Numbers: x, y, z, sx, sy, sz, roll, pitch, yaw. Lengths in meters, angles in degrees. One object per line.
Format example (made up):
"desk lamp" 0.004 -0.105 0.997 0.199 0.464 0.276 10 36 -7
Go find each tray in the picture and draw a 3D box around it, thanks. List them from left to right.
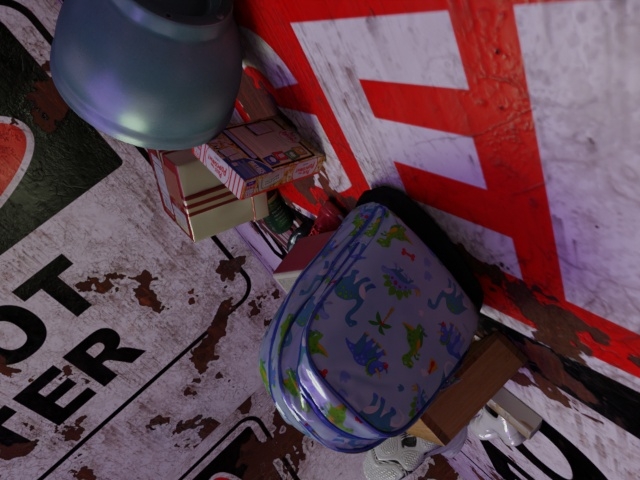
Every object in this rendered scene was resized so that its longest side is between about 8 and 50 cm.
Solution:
"tray" 0.257 0.310 0.928 0.076 0.202 0.411 46 167 16

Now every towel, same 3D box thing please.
"towel" -0.148 -0.046 1.645 0.237 0.037 0.329 44 169 12

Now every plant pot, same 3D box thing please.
"plant pot" -0.243 -0.314 0.684 0.293 0.293 0.196 48 141 1

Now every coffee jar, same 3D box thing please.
"coffee jar" -0.156 -0.108 1.375 0.096 0.079 0.184 38 164 40

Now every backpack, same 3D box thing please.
"backpack" 0.072 0.127 0.664 0.290 0.355 0.273 51 166 -9

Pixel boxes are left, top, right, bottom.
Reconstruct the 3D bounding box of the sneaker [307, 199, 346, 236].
"sneaker" 0.000 0.000 1.050 0.087 0.128 0.221 44 167 20

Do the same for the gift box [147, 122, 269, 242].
"gift box" -0.288 -0.161 1.213 0.255 0.258 0.277 40 144 38

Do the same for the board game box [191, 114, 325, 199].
"board game box" -0.109 -0.158 0.816 0.147 0.193 0.045 44 136 23

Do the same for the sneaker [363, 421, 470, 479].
"sneaker" 0.311 0.627 1.371 0.210 0.365 0.137 51 179 -43

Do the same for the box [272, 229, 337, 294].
"box" 0.041 0.070 0.931 0.232 0.127 0.149 -11 124 46

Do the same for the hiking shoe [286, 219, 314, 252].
"hiking shoe" -0.013 0.058 1.315 0.132 0.113 0.304 31 152 22

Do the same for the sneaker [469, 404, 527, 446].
"sneaker" 0.414 0.426 1.083 0.094 0.080 0.212 58 162 10

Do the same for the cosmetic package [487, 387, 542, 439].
"cosmetic package" 0.404 0.358 0.948 0.115 0.041 0.060 38 163 40
